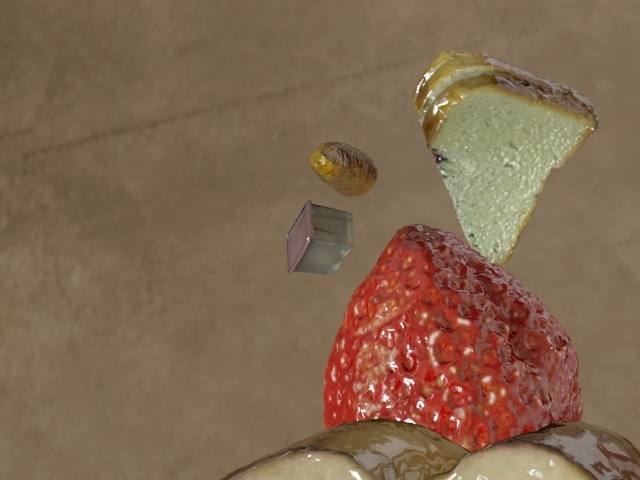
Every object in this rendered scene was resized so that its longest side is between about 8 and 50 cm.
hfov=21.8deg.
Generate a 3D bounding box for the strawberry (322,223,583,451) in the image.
[{"bbox_3d":[0.116,0.121,1.546,0.257,0.257,0.277,-4,85,-24],"label":"strawberry"}]

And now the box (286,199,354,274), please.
[{"bbox_3d":[0.000,0.000,1.989,0.063,0.085,0.060,10,55,-15],"label":"box"}]

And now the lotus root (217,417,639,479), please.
[{"bbox_3d":[0.070,0.199,0.867,0.316,0.316,0.250,43,20,7],"label":"lotus root"}]

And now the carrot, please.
[{"bbox_3d":[0.023,-0.090,2.079,0.066,0.314,0.066,0,90,9],"label":"carrot"}]

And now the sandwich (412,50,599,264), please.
[{"bbox_3d":[0.216,-0.115,2.297,0.254,0.288,0.100,12,33,-28],"label":"sandwich"}]
